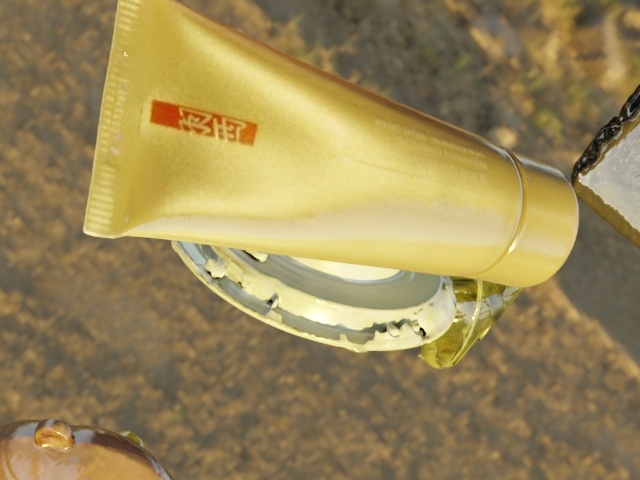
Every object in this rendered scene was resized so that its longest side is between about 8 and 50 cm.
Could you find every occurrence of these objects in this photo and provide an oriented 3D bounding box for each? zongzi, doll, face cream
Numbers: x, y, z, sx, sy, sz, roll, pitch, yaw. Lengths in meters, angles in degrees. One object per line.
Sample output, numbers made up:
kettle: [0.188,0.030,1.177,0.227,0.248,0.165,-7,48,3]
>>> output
zongzi: [0.155,0.073,1.745,0.119,0.109,0.055,-9,40,-17]
doll: [-0.168,0.177,1.177,0.145,0.188,0.096,23,51,-7]
face cream: [0.012,-0.040,1.038,0.341,0.084,0.137,14,81,-41]

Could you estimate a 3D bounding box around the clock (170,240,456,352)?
clock: [0.000,0.000,1.385,0.236,0.053,0.236,15,27,-8]

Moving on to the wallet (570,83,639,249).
wallet: [0.349,-0.024,1.449,0.321,0.170,0.044,38,10,-28]
